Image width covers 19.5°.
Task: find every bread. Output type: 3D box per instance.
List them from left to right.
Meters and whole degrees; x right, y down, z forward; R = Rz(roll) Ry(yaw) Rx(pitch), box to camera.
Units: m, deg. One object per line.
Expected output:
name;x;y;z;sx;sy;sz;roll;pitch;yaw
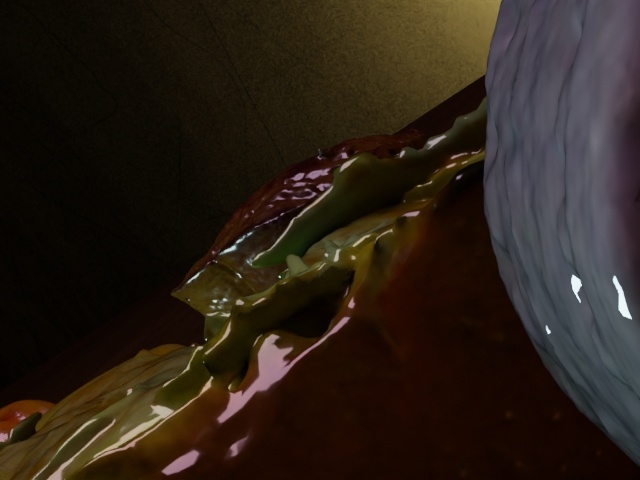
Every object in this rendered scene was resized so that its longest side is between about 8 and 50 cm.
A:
bread;0.009;-0.007;1.605;0.247;0.135;0.232;-33;6;31

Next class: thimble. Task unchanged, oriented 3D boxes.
thimble;0.164;-0.030;0.443;0.245;0.217;0.157;-23;5;-6

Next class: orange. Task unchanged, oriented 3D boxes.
orange;0.016;0.063;0.685;0.334;0.196;0.262;-41;21;-7

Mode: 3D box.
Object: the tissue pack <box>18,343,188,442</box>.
tissue pack;-0.125;0.149;1.162;0.178;0.123;0.127;-37;9;1

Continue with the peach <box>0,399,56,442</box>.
peach;-0.216;0.185;1.397;0.138;0.138;0.138;-35;5;4
